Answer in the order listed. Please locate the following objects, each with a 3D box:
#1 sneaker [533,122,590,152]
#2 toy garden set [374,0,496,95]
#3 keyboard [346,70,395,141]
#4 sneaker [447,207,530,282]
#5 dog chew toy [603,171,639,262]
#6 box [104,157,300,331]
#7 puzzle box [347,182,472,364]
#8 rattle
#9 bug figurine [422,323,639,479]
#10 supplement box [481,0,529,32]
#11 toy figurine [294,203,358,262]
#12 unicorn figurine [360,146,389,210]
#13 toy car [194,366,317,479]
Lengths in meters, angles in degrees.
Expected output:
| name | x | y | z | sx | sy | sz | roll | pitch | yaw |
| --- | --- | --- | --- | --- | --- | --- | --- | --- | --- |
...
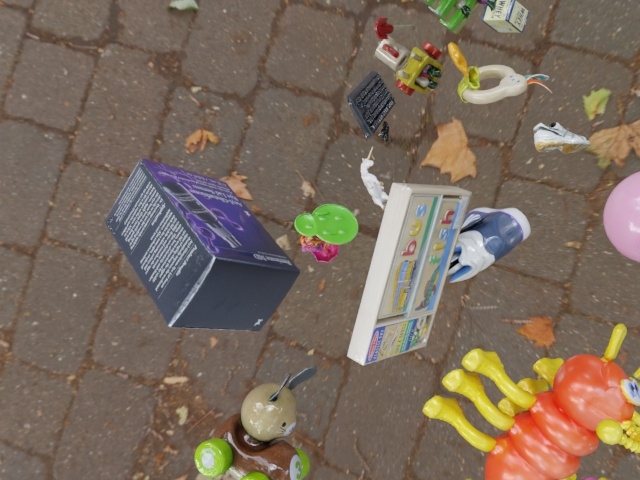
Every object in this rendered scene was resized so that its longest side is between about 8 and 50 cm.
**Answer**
| name | x | y | z | sx | sy | sz | roll | pitch | yaw |
| --- | --- | --- | --- | --- | --- | --- | --- | --- | --- |
| sneaker | 0.303 | -0.132 | 0.817 | 0.083 | 0.032 | 0.037 | 0 | 70 | -28 |
| toy garden set | 0.141 | -0.259 | 0.738 | 0.049 | 0.244 | 0.204 | 41 | 109 | 13 |
| keyboard | 0.099 | -0.227 | 1.129 | 0.023 | 0.180 | 0.108 | -19 | 110 | 29 |
| sneaker | 0.370 | 0.018 | 1.688 | 0.236 | 0.323 | 0.130 | -29 | 93 | -15 |
| dog chew toy | 0.732 | -0.013 | 1.322 | 0.206 | 0.332 | 0.207 | -5 | 119 | -10 |
| box | -0.152 | 0.008 | 0.829 | 0.207 | 0.153 | 0.108 | 47 | 111 | 33 |
| puzzle box | 0.207 | 0.071 | 1.488 | 0.052 | 0.272 | 0.409 | 25 | 108 | 38 |
| rattle | 0.394 | -0.378 | 1.413 | 0.199 | 0.130 | 0.143 | 6 | 123 | 34 |
| bug figurine | 0.154 | 0.139 | 0.388 | 0.216 | 0.278 | 0.072 | -57 | 46 | 24 |
| supplement box | 0.483 | -0.585 | 1.699 | 0.083 | 0.083 | 0.056 | 20 | 95 | 46 |
| toy figurine | 0.000 | 0.000 | 1.768 | 0.173 | 0.159 | 0.130 | -4 | 57 | -17 |
| unicorn figurine | 0.137 | -0.138 | 1.627 | 0.060 | 0.111 | 0.162 | -18 | 113 | -6 |
| toy car | -0.065 | 0.270 | 0.953 | 0.149 | 0.155 | 0.188 | 33 | 101 | 20 |
